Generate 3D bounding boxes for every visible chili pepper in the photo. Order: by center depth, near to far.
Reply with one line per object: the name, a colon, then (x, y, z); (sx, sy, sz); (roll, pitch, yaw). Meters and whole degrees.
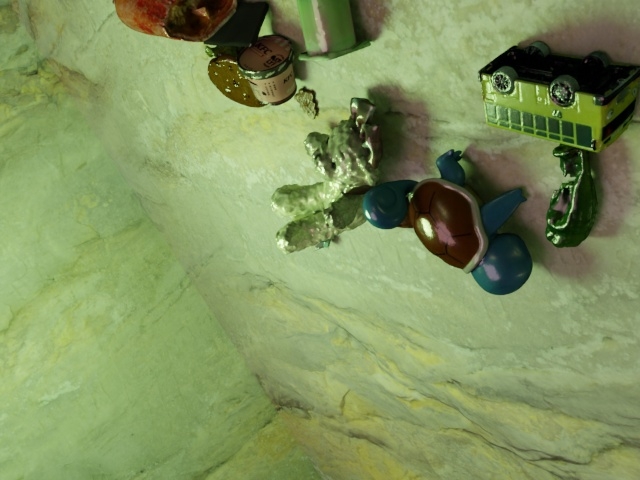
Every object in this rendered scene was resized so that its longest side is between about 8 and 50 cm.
chili pepper: (0.505, -0.086, 1.475); (0.099, 0.083, 0.253); (38, 147, 44)
chili pepper: (-0.404, -0.665, 1.981); (0.305, 0.251, 0.229); (30, 160, 40)

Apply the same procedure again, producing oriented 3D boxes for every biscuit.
biscuit: (-0.033, -0.375, 2.015); (0.082, 0.016, 0.092); (-2, 122, 52)
biscuit: (-0.228, -0.458, 2.122); (0.212, 0.036, 0.212); (20, 158, 9)

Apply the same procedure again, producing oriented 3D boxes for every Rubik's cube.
Rubik's cube: (0.002, -0.001, 2.339); (0.084, 0.075, 0.073); (145, 104, -77)

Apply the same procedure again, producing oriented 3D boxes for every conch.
conch: (-0.277, -0.532, 2.133); (0.121, 0.074, 0.089); (13, 153, -10)

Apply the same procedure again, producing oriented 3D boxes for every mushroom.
mushroom: (0.217, -0.065, 1.898); (0.127, 0.127, 0.087); (16, 119, 49)

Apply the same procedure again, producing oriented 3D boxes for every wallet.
wallet: (-0.230, -0.579, 1.978); (0.025, 0.124, 0.244); (20, 180, -43)

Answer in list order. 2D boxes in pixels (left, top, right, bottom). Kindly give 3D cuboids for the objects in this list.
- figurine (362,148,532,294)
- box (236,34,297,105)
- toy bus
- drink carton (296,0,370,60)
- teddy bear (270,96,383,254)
figurine: (0.312, -0.055, 1.700); (0.416, 0.243, 0.298); (29, 141, 0)
box: (-0.134, -0.445, 1.952); (0.151, 0.151, 0.135); (33, 154, 33)
toy bus: (0.430, -0.258, 1.331); (0.262, 0.128, 0.150); (26, 143, 43)
drink carton: (0.014, -0.497, 1.678); (0.144, 0.146, 0.142); (15, 127, 48)
teddy bear: (0.003, -0.172, 1.900); (0.362, 0.375, 0.328); (59, -160, -58)
